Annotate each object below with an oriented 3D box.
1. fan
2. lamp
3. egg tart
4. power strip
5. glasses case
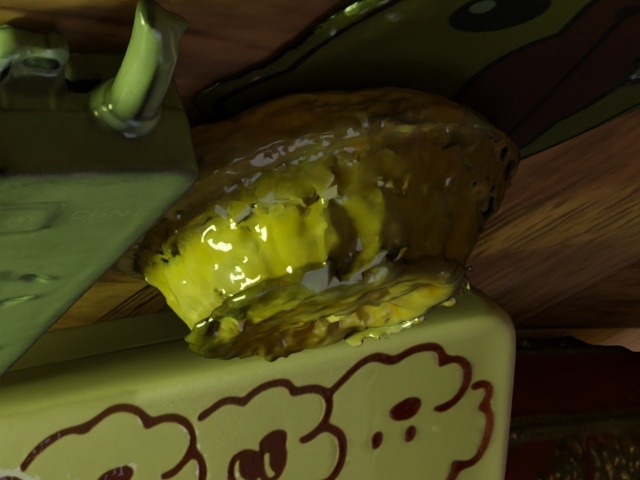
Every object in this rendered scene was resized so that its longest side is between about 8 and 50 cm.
[{"bbox_3d":[0.106,-0.069,0.718,0.335,0.011,0.229,-7,161,-24],"label":"fan"},{"bbox_3d":[0.127,0.147,1.106,0.274,0.177,0.177,3,154,-41],"label":"lamp"},{"bbox_3d":[0.000,0.000,0.719,0.191,0.074,0.191,-15,163,-5],"label":"egg tart"},{"bbox_3d":[-0.124,-0.008,0.647,0.093,0.053,0.288,-3,158,-32],"label":"power strip"},{"bbox_3d":[-0.062,0.109,0.863,0.336,0.076,0.144,-11,117,-26],"label":"glasses case"}]
